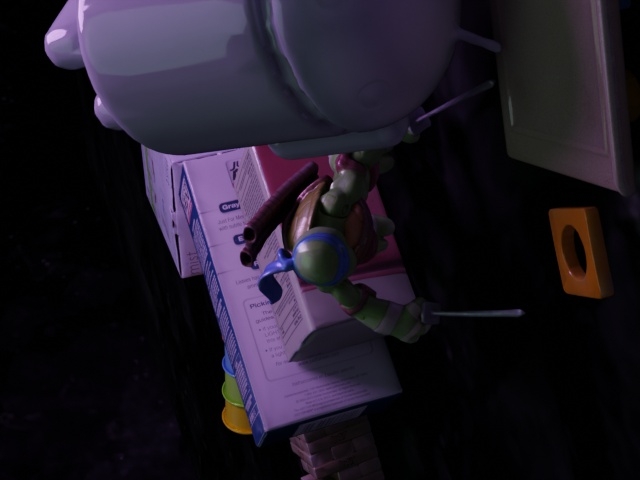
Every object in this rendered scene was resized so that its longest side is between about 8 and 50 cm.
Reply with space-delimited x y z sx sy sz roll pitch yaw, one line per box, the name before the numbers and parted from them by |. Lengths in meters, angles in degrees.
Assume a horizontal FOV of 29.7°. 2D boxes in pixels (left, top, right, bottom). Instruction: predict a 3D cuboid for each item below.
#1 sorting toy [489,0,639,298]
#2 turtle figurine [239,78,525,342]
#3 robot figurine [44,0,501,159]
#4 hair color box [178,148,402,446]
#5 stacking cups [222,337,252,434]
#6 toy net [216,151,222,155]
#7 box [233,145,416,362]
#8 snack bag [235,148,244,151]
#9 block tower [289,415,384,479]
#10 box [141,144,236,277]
sorting toy | 0.168 -0.132 0.815 0.196 0.047 0.347 -137 36 -70
turtle figurine | 0.076 -0.018 1.131 0.197 0.275 0.266 57 -171 -13
robot figurine | -0.043 -0.174 0.926 0.300 0.354 0.199 52 -134 -42
hair color box | -0.043 0.057 1.473 0.105 0.174 0.347 115 139 -68
stacking cups | -0.120 0.182 2.048 0.096 0.096 0.316 -123 30 -50
toy net | -0.114 -0.014 1.736 0.122 0.045 0.232 178 84 -78
box | 0.000 0.000 1.361 0.148 0.127 0.232 121 133 -68
snack bag | -0.077 0.008 1.763 0.342 0.037 0.323 103 154 -59
block tower | 0.022 0.287 1.572 0.091 0.097 0.335 -172 64 -71
box | -0.221 -0.113 2.038 0.262 0.127 0.231 92 158 -43
